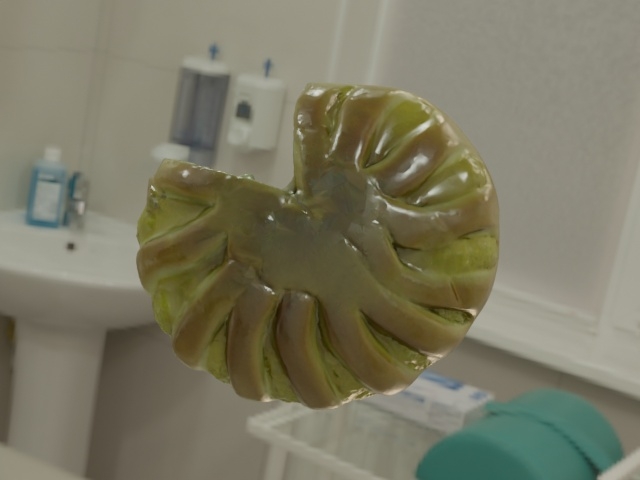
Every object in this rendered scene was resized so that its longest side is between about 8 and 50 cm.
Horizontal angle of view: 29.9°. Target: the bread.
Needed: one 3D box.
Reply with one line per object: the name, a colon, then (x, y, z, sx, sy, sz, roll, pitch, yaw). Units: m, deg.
bread: (0.000, 0.000, 1.076, 0.333, 0.333, 0.160, 13, -13, 11)
